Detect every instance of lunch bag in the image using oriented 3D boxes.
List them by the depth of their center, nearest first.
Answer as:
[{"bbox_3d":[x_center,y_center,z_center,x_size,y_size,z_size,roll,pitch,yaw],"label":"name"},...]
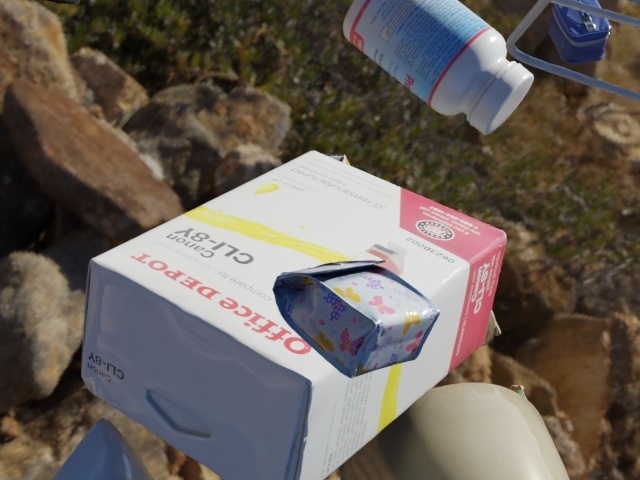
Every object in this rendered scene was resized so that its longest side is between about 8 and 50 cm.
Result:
[{"bbox_3d":[0.020,0.040,0.703,0.083,0.053,0.071,37,27,33],"label":"lunch bag"},{"bbox_3d":[0.365,-0.306,1.593,0.067,0.065,0.098,-10,54,-9],"label":"lunch bag"}]

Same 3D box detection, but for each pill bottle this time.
[{"bbox_3d":[0.104,-0.167,0.992,0.160,0.087,0.087,41,51,14],"label":"pill bottle"}]

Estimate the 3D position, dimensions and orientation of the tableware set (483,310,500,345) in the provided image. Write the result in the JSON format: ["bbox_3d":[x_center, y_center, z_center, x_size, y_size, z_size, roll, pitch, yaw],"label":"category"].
[{"bbox_3d":[0.142,0.090,1.411,0.020,0.169,0.141,-20,71,-47],"label":"tableware set"}]

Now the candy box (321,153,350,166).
[{"bbox_3d":[0.000,0.000,1.792,0.159,0.071,0.233,59,43,-46],"label":"candy box"}]

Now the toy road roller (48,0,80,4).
[{"bbox_3d":[-0.305,-0.300,0.822,0.330,0.240,0.202,14,103,-5],"label":"toy road roller"}]

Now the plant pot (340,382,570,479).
[{"bbox_3d":[0.179,0.333,1.183,0.257,0.256,0.274,19,22,-26],"label":"plant pot"}]

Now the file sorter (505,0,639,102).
[{"bbox_3d":[0.269,-0.260,0.867,0.173,0.193,0.277,17,81,-2],"label":"file sorter"}]

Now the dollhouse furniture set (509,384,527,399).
[{"bbox_3d":[0.244,0.273,1.558,0.059,0.151,0.076,6,26,-7],"label":"dollhouse furniture set"}]

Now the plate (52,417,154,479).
[{"bbox_3d":[-0.220,0.370,1.145,0.277,0.045,0.278,-56,133,-33],"label":"plate"}]

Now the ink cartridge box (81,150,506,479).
[{"bbox_3d":[-0.019,0.070,1.199,0.279,0.160,0.385,26,34,26],"label":"ink cartridge box"}]
